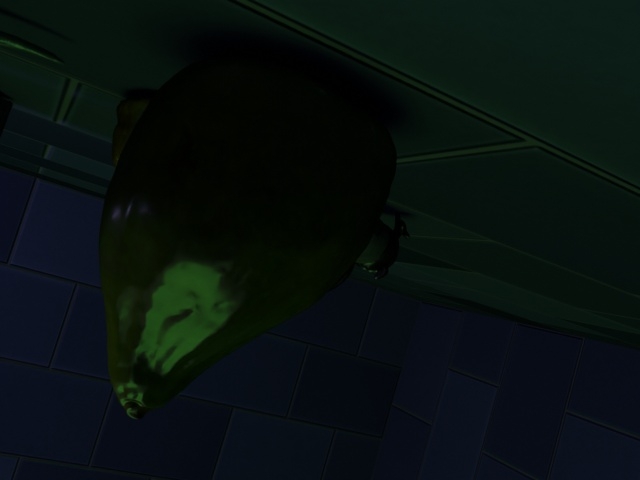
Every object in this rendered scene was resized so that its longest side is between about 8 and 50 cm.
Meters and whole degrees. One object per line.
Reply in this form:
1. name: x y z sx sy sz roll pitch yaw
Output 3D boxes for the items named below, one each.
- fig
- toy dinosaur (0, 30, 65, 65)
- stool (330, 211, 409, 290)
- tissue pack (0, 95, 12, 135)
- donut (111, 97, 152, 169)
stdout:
1. fig: -0.063 -0.015 0.431 0.167 0.233 0.167 43 -159 -21
2. toy dinosaur: -0.280 -0.160 0.444 0.187 0.044 0.106 4 -161 -44
3. stool: 0.000 0.000 0.814 0.217 0.125 0.121 2 166 35
4. tissue pack: -0.455 -0.070 0.723 0.081 0.257 0.185 19 175 4
5. donut: -0.114 -0.072 0.629 0.174 0.075 0.190 18 174 -12
